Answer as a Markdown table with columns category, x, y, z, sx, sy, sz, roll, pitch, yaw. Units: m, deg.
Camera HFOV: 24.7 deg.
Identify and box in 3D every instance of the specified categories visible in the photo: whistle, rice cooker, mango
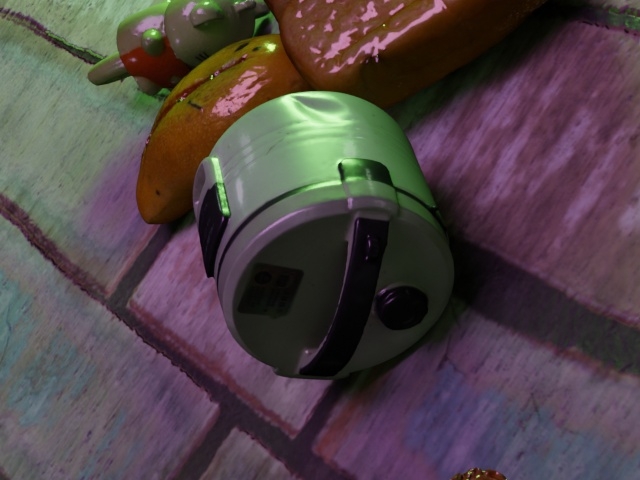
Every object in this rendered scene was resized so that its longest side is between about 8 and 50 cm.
| category | x | y | z | sx | sy | sz | roll | pitch | yaw |
| --- | --- | --- | --- | --- | --- | --- | --- | --- | --- |
| whistle | -0.186 | -0.248 | 1.846 | 0.288 | 0.131 | 0.106 | -20 | 89 | 37 |
| rice cooker | 0.000 | 0.000 | 1.339 | 0.226 | 0.226 | 0.244 | -41 | 40 | 19 |
| mango | -0.117 | -0.130 | 1.662 | 0.295 | 0.120 | 0.177 | -29 | 41 | 32 |

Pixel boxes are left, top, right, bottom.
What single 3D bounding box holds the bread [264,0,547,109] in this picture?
| category | x | y | z | sx | sy | sz | roll | pitch | yaw |
| --- | --- | --- | --- | --- | --- | --- | --- | --- | --- |
| bread | 0.101 | -0.303 | 1.517 | 0.337 | 0.148 | 0.328 | -36 | 56 | 22 |

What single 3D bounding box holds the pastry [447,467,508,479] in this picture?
| category | x | y | z | sx | sy | sz | roll | pitch | yaw |
| --- | --- | --- | --- | --- | --- | --- | --- | --- | --- |
| pastry | 0.107 | 0.259 | 1.119 | 0.063 | 0.087 | 0.169 | 123 | 170 | -72 |
